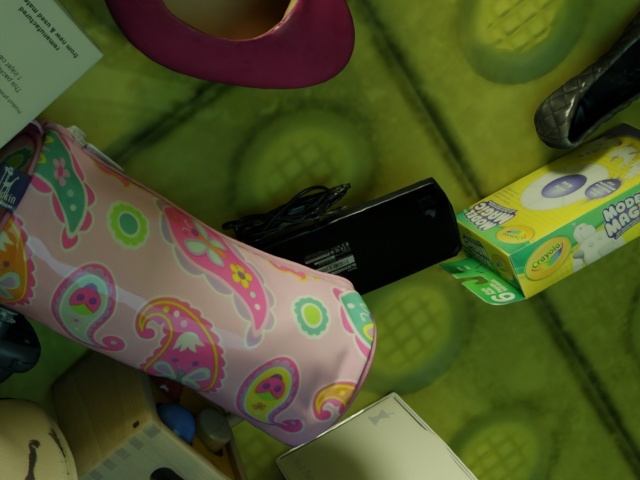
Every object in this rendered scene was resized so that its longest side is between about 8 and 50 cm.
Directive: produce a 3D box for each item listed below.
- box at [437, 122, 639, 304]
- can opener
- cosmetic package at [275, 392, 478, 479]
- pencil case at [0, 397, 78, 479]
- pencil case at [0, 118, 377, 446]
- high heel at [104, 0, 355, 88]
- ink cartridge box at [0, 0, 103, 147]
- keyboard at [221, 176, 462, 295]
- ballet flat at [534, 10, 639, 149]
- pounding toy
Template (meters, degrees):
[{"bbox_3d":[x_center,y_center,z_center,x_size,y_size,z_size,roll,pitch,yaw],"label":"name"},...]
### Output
[{"bbox_3d":[0.174,-0.018,1.232,0.179,0.105,0.043,-30,114,-10],"label":"box"},{"bbox_3d":[-0.260,0.041,1.080,0.186,0.059,0.073,29,106,-31],"label":"can opener"},{"bbox_3d":[0.088,0.290,1.303,0.113,0.160,0.309,-29,121,-11],"label":"cosmetic package"},{"bbox_3d":[-0.357,0.128,1.009,0.410,0.183,0.160,19,98,-29],"label":"pencil case"},{"bbox_3d":[-0.101,0.027,1.099,0.284,0.124,0.124,30,98,-24],"label":"pencil case"},{"bbox_3d":[-0.056,-0.174,0.969,0.377,0.181,0.127,24,79,-48],"label":"high heel"},{"bbox_3d":[-0.245,-0.087,0.975,0.208,0.153,0.087,-41,124,-2],"label":"ink cartridge box"},{"bbox_3d":[0.000,0.000,1.205,0.192,0.038,0.100,-22,127,-5],"label":"keyboard"},{"bbox_3d":[0.230,-0.123,1.244,0.173,0.049,0.057,-41,124,-3],"label":"ballet flat"},{"bbox_3d":[-0.096,0.134,1.172,0.100,0.130,0.141,-39,124,10],"label":"pounding toy"}]
